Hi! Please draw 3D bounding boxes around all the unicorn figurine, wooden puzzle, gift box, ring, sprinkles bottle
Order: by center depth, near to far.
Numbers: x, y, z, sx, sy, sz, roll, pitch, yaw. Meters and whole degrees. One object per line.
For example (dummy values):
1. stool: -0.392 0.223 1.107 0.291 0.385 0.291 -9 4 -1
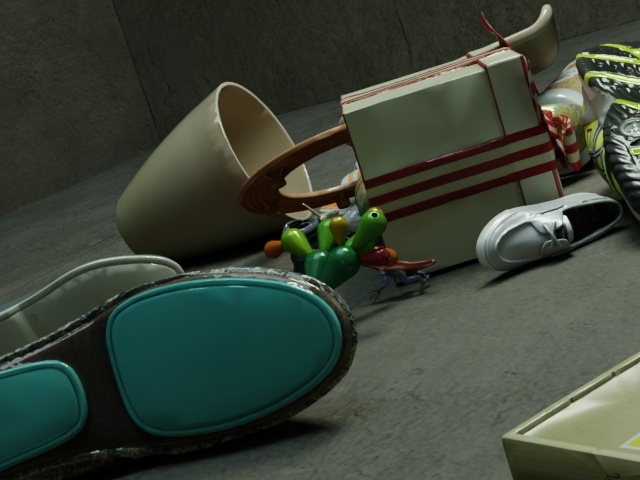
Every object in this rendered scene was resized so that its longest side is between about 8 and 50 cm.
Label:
1. gift box: 0.172 -0.121 1.630 0.258 0.276 0.255 -16 16 3
2. ring: 0.045 -0.102 1.907 0.337 0.032 0.336 -20 -14 -5
3. unicorn figurine: 0.058 -0.038 1.971 0.111 0.060 0.162 -15 -5 19
4. wooden puzzle: 0.212 -0.214 1.995 0.348 0.080 0.322 -28 -7 10
5. sprinkles bottle: 0.391 -0.198 2.032 0.121 0.121 0.355 -13 11 24

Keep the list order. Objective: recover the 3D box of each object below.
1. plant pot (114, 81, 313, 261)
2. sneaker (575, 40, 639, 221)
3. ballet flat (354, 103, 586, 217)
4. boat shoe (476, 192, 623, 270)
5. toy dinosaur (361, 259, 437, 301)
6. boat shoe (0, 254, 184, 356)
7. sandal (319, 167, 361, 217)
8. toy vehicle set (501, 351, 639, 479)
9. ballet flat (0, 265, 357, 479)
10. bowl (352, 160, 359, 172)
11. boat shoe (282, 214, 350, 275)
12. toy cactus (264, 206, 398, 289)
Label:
1. plant pot: -0.196 -0.080 2.165 0.274 0.256 0.256 -30 6 20
2. sneaker: 0.393 -0.103 1.555 0.145 0.147 0.384 -7 31 7
3. ballet flat: 0.217 -0.088 1.828 0.349 0.123 0.123 -17 11 9
4. boat shoe: 0.260 -0.010 1.482 0.184 0.066 0.063 -13 6 -28
5. toy dinosaur: 0.086 0.029 1.528 0.082 0.090 0.047 28 34 6
6. boat shoe: -0.331 0.090 1.786 0.320 0.116 0.099 -23 14 3
7. sandal: 0.119 -0.102 2.112 0.265 0.076 0.102 -15 11 18
8. toy vehicle set: 0.265 0.122 0.856 0.166 0.035 0.267 -24 12 -30
9. ballet flat: -0.193 0.141 1.259 0.483 0.164 0.182 -19 -10 6
10. bowl: 0.121 -0.135 2.265 0.170 0.080 0.170 -17 11 3
11. boat shoe: 0.000 0.000 1.775 0.065 0.083 0.183 -15 11 16
12. toy cactus: -0.001 0.054 1.466 0.219 0.112 0.180 -25 34 36
